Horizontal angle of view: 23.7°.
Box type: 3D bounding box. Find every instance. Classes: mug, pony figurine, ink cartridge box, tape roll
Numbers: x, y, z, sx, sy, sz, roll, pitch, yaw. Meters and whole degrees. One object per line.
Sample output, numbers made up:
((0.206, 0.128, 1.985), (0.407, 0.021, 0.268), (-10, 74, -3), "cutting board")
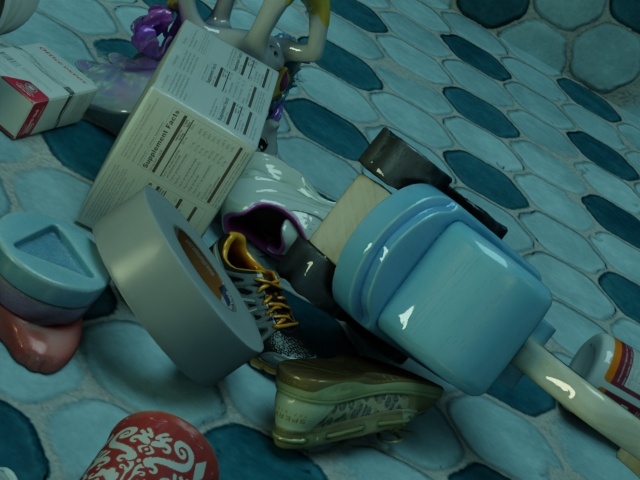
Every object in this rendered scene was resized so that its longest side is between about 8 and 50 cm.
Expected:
((-0.155, 0.245, 1.340), (0.150, 0.113, 0.169), (25, 26, 8), "mug")
((-0.153, -0.260, 2.096), (0.351, 0.364, 0.303), (24, 28, 21), "pony figurine")
((-0.376, -0.195, 1.960), (0.109, 0.063, 0.150), (38, 24, 13), "ink cartridge box")
((-0.153, 0.050, 1.647), (0.219, 0.072, 0.219), (55, 5, -7), "tape roll")

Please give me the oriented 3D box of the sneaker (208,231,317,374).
((-0.074, 0.077, 1.794), (0.215, 0.083, 0.084), (46, 25, 24), "sneaker")

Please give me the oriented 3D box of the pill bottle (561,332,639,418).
((0.451, 0.228, 2.101), (0.221, 0.121, 0.121), (30, 24, -8), "pill bottle")

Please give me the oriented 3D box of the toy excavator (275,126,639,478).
((0.222, 0.123, 1.806), (0.433, 0.222, 0.445), (35, 5, -46), "toy excavator")

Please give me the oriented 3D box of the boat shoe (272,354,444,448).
((0.038, 0.186, 1.739), (0.104, 0.089, 0.285), (18, 6, 38), "boat shoe")

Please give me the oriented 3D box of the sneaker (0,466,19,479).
((-0.360, 0.168, 1.247), (0.257, 0.169, 0.447), (39, 11, -35), "sneaker")

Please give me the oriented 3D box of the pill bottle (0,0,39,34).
((-0.505, -0.315, 1.852), (0.210, 0.210, 0.363), (38, 24, 11), "pill bottle")

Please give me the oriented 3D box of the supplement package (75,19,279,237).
((-0.173, -0.120, 1.894), (0.145, 0.204, 0.262), (30, 24, -9), "supplement package")

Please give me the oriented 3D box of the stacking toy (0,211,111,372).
((-0.365, 0.007, 1.511), (0.309, 0.130, 0.279), (32, 24, -2), "stacking toy")

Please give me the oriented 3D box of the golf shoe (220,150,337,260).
((0.000, 0.000, 2.022), (0.306, 0.115, 0.140), (24, 35, -5), "golf shoe")
